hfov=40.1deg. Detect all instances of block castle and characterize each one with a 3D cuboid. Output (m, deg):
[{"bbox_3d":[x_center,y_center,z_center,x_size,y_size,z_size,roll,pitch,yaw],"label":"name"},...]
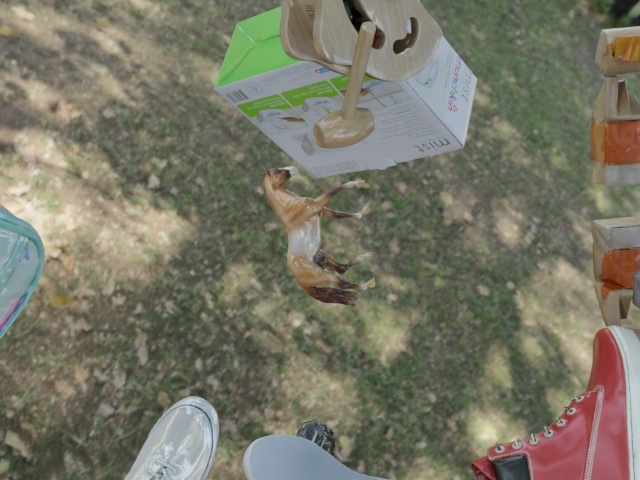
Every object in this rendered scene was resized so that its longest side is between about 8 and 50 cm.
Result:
[{"bbox_3d":[0.447,-0.026,0.959,0.212,0.454,0.303,-5,12,0],"label":"block castle"}]

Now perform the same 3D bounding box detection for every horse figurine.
[{"bbox_3d":[0.000,0.000,1.464,0.174,0.264,0.066,-5,17,10],"label":"horse figurine"}]

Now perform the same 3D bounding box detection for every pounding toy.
[{"bbox_3d":[0.060,-0.230,0.857,0.154,0.270,0.154,-14,21,-31],"label":"pounding toy"}]

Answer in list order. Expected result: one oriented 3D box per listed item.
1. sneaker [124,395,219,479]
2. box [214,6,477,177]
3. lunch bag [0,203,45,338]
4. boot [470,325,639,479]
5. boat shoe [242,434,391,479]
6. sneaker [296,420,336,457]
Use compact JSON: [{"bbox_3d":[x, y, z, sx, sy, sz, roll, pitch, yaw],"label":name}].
[{"bbox_3d":[-0.211,0.320,1.119,0.094,0.258,0.091,29,10,4],"label":"sneaker"},{"bbox_3d":[0.036,-0.206,1.172,0.231,0.261,0.127,38,56,-39],"label":"box"},{"bbox_3d":[-0.311,0.059,0.552,0.107,0.279,0.224,32,-5,28],"label":"lunch bag"},{"bbox_3d":[0.247,0.189,0.903,0.176,0.088,0.244,2,49,12],"label":"boot"},{"bbox_3d":[0.007,0.279,0.978,0.228,0.076,0.080,22,60,-23],"label":"boat shoe"},{"bbox_3d":[-0.031,0.407,1.584,0.107,0.272,0.100,16,54,13],"label":"sneaker"}]
